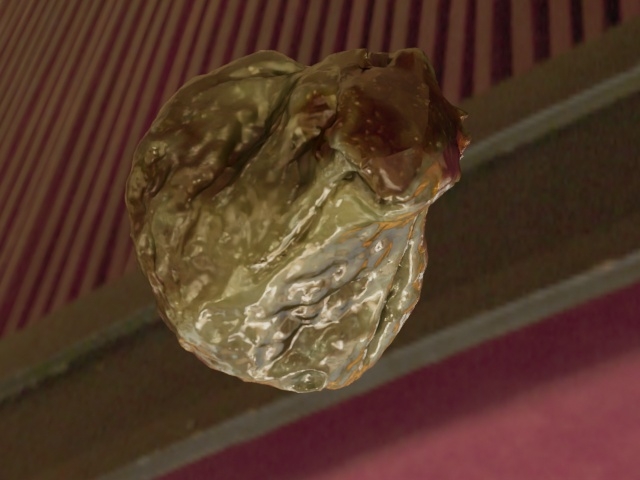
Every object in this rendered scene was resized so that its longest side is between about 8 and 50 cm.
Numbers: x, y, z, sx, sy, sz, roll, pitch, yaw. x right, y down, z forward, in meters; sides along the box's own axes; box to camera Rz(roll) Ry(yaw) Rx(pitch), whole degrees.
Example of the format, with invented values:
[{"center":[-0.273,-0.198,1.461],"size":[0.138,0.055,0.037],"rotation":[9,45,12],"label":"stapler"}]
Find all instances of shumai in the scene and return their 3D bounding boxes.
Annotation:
[{"center":[0.000,0.000,1.046],"size":[0.222,0.225,0.260],"rotation":[18,124,54],"label":"shumai"}]
